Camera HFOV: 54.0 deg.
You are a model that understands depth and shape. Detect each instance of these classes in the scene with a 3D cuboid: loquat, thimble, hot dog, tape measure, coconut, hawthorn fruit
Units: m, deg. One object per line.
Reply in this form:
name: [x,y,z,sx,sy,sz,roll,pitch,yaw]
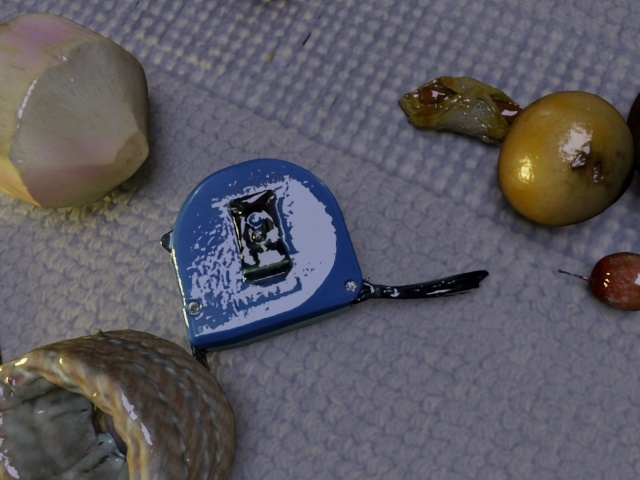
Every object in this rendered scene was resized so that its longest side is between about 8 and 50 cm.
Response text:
loquat: [0.269,-0.090,0.697,0.137,0.163,0.163,6,73,-2]
thimble: [-0.209,0.193,0.624,0.229,0.148,0.196,45,104,16]
hot dog: [0.178,-0.167,0.772,0.168,0.061,0.078,13,73,9]
tape measure: [0.000,0.000,0.722,0.351,0.098,0.215,-16,73,-2]
coconut: [-0.310,-0.149,0.742,0.236,0.197,0.237,-2,67,6]
hawthorn fruit: [0.318,0.044,0.694,0.103,0.067,0.067,1,73,16]

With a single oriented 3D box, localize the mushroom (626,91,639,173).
mushroom: [0.483,-0.098,0.671,0.297,0.163,0.278,15,74,8]
